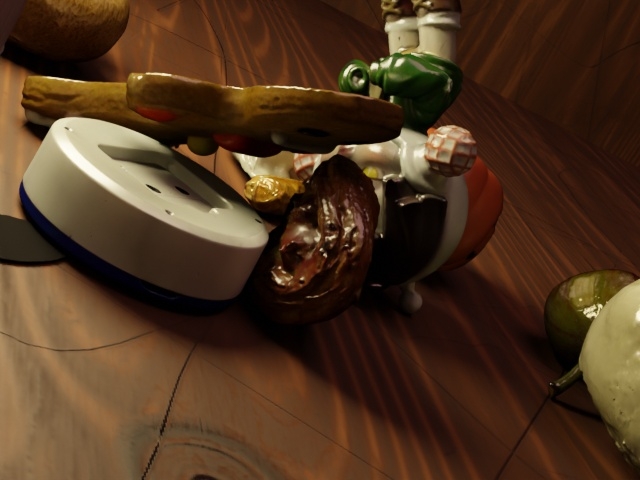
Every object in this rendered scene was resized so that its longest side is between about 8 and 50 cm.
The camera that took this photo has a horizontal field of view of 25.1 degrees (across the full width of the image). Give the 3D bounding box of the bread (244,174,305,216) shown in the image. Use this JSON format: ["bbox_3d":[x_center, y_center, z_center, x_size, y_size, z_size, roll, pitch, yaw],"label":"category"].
[{"bbox_3d":[-0.031,-0.050,1.704,0.052,0.044,0.157,34,15,31],"label":"bread"}]

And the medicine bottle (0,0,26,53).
[{"bbox_3d":[-0.312,-0.099,0.957,0.165,0.273,0.165,27,16,-9],"label":"medicine bottle"}]

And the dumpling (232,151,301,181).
[{"bbox_3d":[-0.044,-0.112,1.805,0.150,0.092,0.176,38,7,-26],"label":"dumpling"}]

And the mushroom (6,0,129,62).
[{"bbox_3d":[-0.354,-0.321,1.746,0.278,0.163,0.297,6,28,-38],"label":"mushroom"}]

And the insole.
[{"bbox_3d":[-0.296,-0.007,1.191,0.080,0.003,0.232,41,19,33],"label":"insole"}]

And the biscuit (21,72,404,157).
[{"bbox_3d":[-0.104,-0.117,1.463,0.432,0.064,0.283,7,-1,39],"label":"biscuit"}]

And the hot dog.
[{"bbox_3d":[0.001,0.003,1.407,0.099,0.160,0.227,32,11,-10],"label":"hot dog"}]

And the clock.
[{"bbox_3d":[-0.162,-0.029,1.348,0.230,0.083,0.230,29,17,-10],"label":"clock"}]

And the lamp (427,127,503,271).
[{"bbox_3d":[0.128,-0.046,1.778,0.188,0.164,0.187,36,-8,6],"label":"lamp"}]

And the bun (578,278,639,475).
[{"bbox_3d":[0.459,0.177,1.544,0.362,0.234,0.326,48,20,11],"label":"bun"}]

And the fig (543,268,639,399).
[{"bbox_3d":[0.323,0.119,1.705,0.149,0.149,0.245,33,28,9],"label":"fig"}]

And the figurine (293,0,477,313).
[{"bbox_3d":[0.086,-0.109,1.605,0.167,0.369,0.281,13,-9,-38],"label":"figurine"}]
